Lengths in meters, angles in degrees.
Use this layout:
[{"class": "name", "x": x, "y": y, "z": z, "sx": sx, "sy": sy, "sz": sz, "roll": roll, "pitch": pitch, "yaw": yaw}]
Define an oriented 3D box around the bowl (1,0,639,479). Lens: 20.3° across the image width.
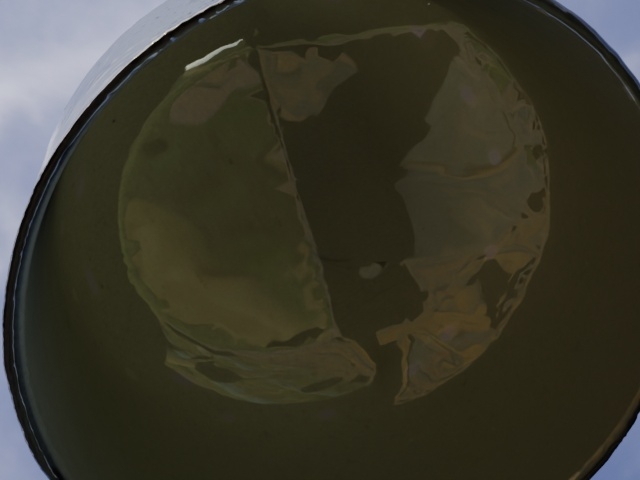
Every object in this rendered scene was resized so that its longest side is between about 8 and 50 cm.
[{"class": "bowl", "x": 0.000, "y": 0.000, "z": 0.639, "sx": 0.237, "sy": 0.126, "sz": 0.238, "roll": -6, "pitch": -65, "yaw": -13}]
